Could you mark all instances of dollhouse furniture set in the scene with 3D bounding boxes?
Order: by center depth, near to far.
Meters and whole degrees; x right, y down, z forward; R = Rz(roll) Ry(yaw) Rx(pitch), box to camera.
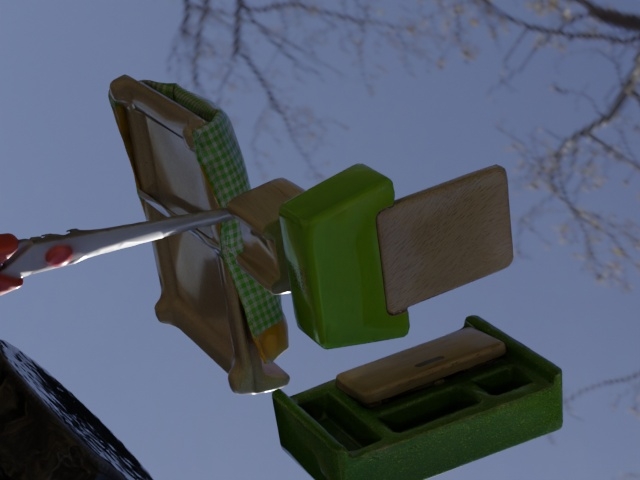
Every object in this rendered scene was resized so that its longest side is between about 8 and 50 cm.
[{"bbox_3d":[0.000,0.000,0.922,0.301,0.151,0.198,34,-43,56],"label":"dollhouse furniture set"}]

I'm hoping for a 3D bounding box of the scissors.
[{"bbox_3d":[-0.162,0.005,0.790,0.297,0.109,0.021,-21,-129,-10],"label":"scissors"}]

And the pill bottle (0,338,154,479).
[{"bbox_3d":[-0.164,0.146,0.533,0.219,0.123,0.123,-46,-143,-6],"label":"pill bottle"}]
